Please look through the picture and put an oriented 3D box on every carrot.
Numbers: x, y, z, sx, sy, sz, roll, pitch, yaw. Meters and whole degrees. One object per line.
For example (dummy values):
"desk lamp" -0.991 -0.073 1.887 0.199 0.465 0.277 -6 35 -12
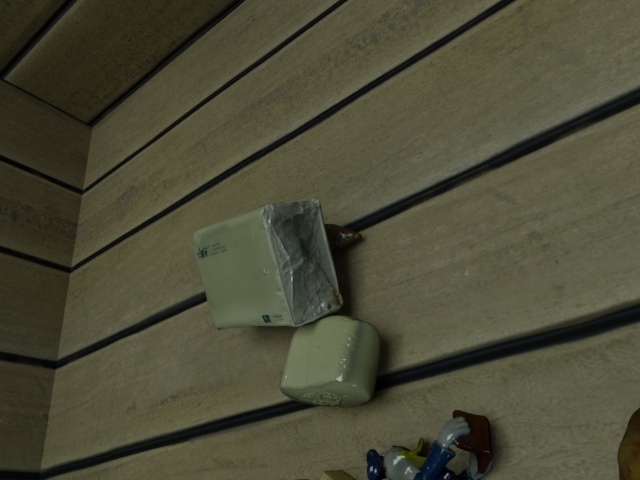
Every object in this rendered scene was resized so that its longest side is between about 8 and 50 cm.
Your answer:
"carrot" 0.000 0.000 1.493 0.262 0.101 0.102 -6 67 35

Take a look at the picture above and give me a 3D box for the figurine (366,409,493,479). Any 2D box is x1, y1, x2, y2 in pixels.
"figurine" 0.211 0.444 1.015 0.338 0.204 0.284 4 62 48

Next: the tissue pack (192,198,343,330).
"tissue pack" -0.147 0.072 1.406 0.380 0.207 0.298 -16 88 49

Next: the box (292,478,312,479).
"box" 0.036 0.652 1.051 0.348 0.141 0.289 19 114 41

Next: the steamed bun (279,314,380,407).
"steamed bun" 0.034 0.288 1.271 0.250 0.154 0.200 -15 48 37

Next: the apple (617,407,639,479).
"apple" 0.536 0.336 0.773 0.187 0.211 0.211 0 71 41

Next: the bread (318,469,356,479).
"bread" 0.028 0.572 1.194 0.080 0.084 0.109 19 83 46
